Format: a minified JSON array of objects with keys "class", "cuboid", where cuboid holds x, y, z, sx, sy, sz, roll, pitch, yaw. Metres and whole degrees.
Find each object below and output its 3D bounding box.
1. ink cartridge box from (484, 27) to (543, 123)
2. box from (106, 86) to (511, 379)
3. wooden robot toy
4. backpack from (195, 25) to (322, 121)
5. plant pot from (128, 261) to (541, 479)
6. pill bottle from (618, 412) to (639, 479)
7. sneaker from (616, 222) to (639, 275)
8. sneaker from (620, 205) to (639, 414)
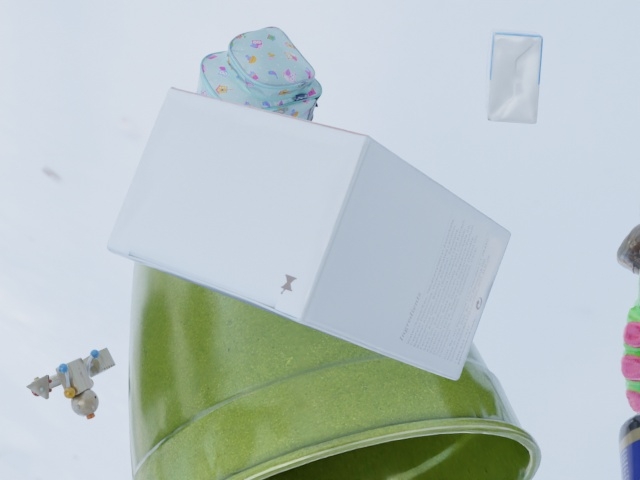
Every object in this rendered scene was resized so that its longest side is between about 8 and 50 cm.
[{"class":"ink cartridge box","cuboid":[0.235,-0.206,1.476,0.060,0.104,0.180,3,-167,6]},{"class":"box","cuboid":[0.000,0.000,0.633,0.130,0.091,0.170,18,175,34]},{"class":"wooden robot toy","cuboid":[-0.314,0.195,1.538,0.079,0.076,0.173,61,-165,2]},{"class":"backpack","cuboid":[-0.109,-0.254,1.977,0.166,0.188,0.144,54,153,23]},{"class":"plant pot","cuboid":[-0.029,0.099,1.123,0.366,0.366,0.353,87,167,-60]},{"class":"pill bottle","cuboid":[0.326,0.262,1.038,0.122,0.219,0.123,2,149,1]},{"class":"sneaker","cuboid":[0.442,0.029,1.552,0.071,0.066,0.188,36,-174,32]},{"class":"sneaker","cuboid":[0.427,-0.018,1.160,0.185,0.202,0.483,42,131,49]}]
